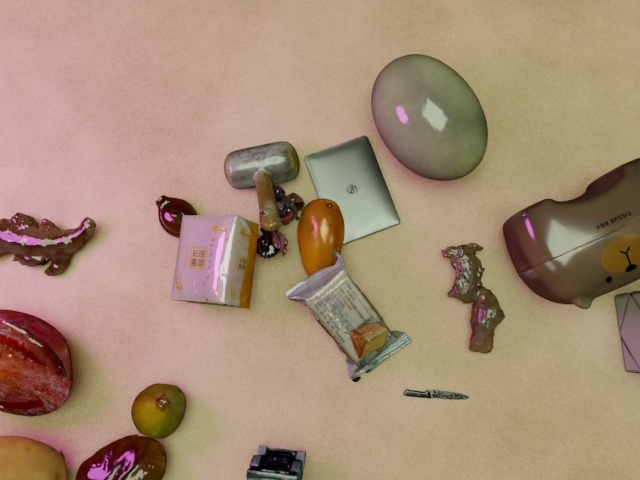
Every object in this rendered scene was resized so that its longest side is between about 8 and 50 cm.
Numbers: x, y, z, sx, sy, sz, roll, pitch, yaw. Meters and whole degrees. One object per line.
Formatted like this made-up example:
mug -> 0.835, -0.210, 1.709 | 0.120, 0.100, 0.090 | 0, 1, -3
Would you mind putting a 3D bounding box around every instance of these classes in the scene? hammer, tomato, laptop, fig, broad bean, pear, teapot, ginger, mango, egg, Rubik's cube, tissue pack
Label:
hammer -> -0.144, -0.132, 1.648 | 0.202, 0.113, 0.305 | -13, 45, 3
tomato -> -0.755, 0.287, 1.640 | 0.309, 0.170, 0.309 | 1, 117, 2
laptop -> 0.086, -0.138, 1.745 | 0.187, 0.015, 0.269 | -20, 81, -1
fig -> -0.408, 0.429, 1.628 | 0.153, 0.121, 0.136 | -46, 72, 18
broad bean -> -0.495, 0.577, 1.606 | 0.228, 0.122, 0.156 | -22, 55, -7
pear -> -0.761, 0.621, 1.527 | 0.309, 0.309, 0.309 | 0, 81, 2
teapot -> -0.388, -0.067, 1.722 | 0.098, 0.078, 0.129 | -41, 82, -4
ginger -> -0.773, 0.010, 1.731 | 0.333, 0.080, 0.166 | 3, 96, -4
mango -> 0.000, 0.000, 1.672 | 0.112, 0.145, 0.219 | -2, 98, -32
egg -> 0.277, -0.313, 1.645 | 0.258, 0.258, 0.352 | -29, 83, -2
Rubik's cube -> 0.868, 0.218, 1.562 | 0.205, 0.205, 0.207 | -5, 82, 1
tissue pack -> 0.671, -0.004, 1.572 | 0.387, 0.267, 0.277 | -23, 83, -2
ginger -> 0.396, 0.148, 1.652 | 0.122, 0.084, 0.290 | -13, 81, -6
tissue pack -> -0.269, 0.054, 1.648 | 0.185, 0.124, 0.225 | 1, 80, 32

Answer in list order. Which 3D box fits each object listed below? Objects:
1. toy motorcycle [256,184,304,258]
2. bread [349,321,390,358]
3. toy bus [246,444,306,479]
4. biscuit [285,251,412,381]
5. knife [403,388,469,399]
toy motorcycle -> -0.106, -0.052, 1.700 | 0.118, 0.084, 0.212 | 3, 66, 6
bread -> 0.131, 0.249, 1.556 | 0.084, 0.109, 0.080 | -23, 100, -13
toy bus -> -0.106, 0.580, 1.521 | 0.128, 0.256, 0.147 | 6, 84, 4
biscuit -> 0.069, 0.200, 1.628 | 0.186, 0.079, 0.309 | -39, 106, 0
knife -> 0.299, 0.398, 1.656 | 0.170, 0.010, 0.023 | 5, 87, 1
